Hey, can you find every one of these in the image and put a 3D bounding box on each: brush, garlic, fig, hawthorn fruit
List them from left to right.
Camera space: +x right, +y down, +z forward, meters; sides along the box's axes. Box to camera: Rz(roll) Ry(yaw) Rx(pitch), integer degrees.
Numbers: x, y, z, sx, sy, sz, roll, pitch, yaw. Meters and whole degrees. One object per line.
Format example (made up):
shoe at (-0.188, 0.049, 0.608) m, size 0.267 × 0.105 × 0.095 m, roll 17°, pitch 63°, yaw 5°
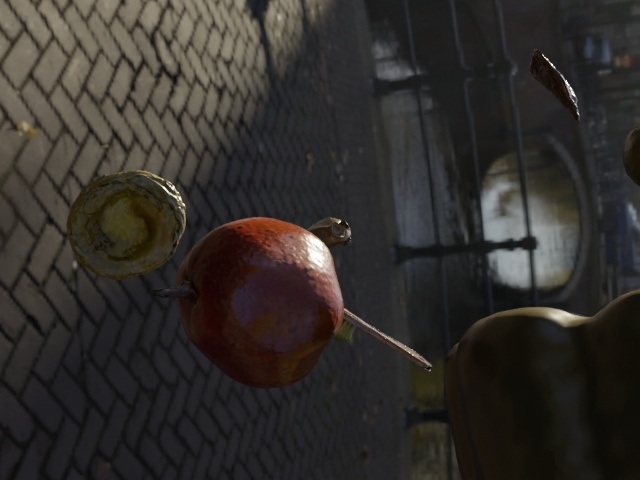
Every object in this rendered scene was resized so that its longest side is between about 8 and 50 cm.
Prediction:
hawthorn fruit at (-0.089, 0.066, 1.007) m, size 0.225 × 0.196 × 0.196 m, roll 11°, pitch 74°, yaw -41°
garlic at (-0.002, -0.007, 1.836) m, size 0.084 × 0.152 × 0.066 m, roll -2°, pitch 70°, yaw -59°
brush at (0.065, 0.166, 1.578) m, size 0.313 × 0.067 × 0.072 m, roll 32°, pitch 7°, yaw -18°
fig at (0.552, -0.120, 1.433) m, size 0.185 × 0.133 × 0.126 m, roll 78°, pitch -4°, yaw -62°

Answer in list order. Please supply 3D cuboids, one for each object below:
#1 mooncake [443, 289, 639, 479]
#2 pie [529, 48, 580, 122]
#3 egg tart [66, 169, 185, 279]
mooncake at (0.379, 0.207, 1.060) m, size 0.467 × 0.467 × 0.262 m, roll 36°, pitch 46°, yaw -64°
pie at (0.417, -0.292, 1.591) m, size 0.088 × 0.033 × 0.191 m, roll 54°, pitch 8°, yaw -42°
egg tart at (-0.464, -0.045, 2.129) m, size 0.118 × 0.288 × 0.288 m, roll -123°, pitch -163°, yaw -64°
